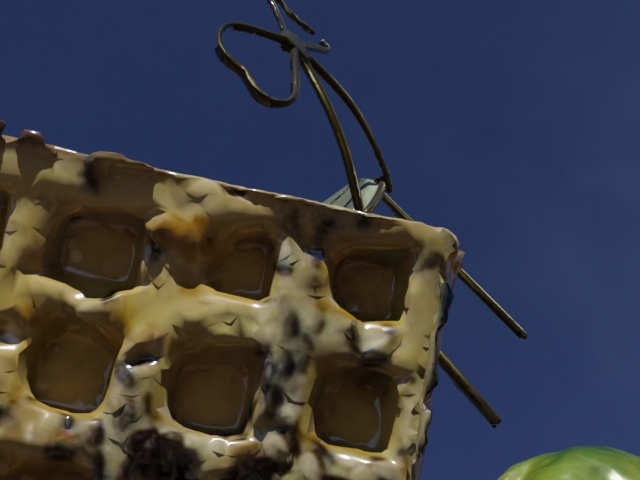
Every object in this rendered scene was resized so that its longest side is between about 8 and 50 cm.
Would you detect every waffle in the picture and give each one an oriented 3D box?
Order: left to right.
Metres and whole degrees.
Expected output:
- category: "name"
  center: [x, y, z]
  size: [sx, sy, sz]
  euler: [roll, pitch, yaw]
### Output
- category: "waffle"
  center: [-0.142, 0.084, 0.617]
  size: [0.376, 0.261, 0.114]
  euler: [13, -22, -4]

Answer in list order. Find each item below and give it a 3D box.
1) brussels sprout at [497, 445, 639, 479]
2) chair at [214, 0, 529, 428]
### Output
- category: "brussels sprout"
  center: [0.144, 0.275, 0.967]
  size: [0.294, 0.227, 0.259]
  euler: [-42, -9, -34]
- category: "chair"
  center: [0.000, 0.000, 1.048]
  size: [0.170, 0.160, 0.326]
  euler: [-35, -79, 28]
